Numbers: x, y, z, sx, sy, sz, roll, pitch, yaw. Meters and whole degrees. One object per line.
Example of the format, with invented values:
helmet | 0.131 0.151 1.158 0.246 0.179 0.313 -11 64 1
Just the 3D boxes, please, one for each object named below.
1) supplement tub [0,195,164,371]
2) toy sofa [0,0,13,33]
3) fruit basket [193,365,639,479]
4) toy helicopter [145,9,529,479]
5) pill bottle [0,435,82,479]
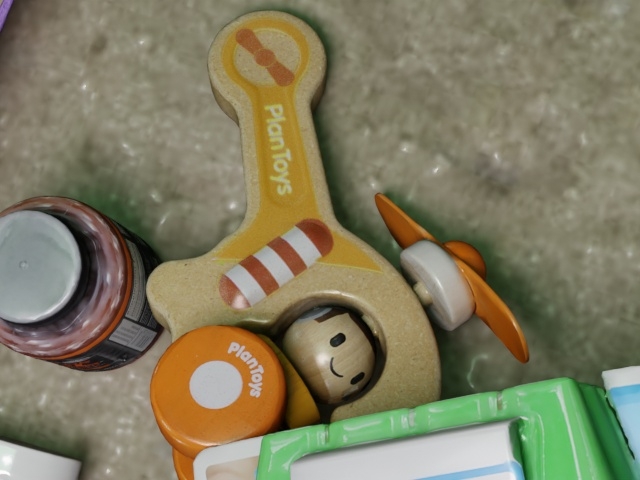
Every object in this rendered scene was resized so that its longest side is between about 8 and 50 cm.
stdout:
supplement tub | -0.166 0.028 1.300 0.106 0.198 0.106 -1 82 8
toy sofa | -0.265 -0.193 1.368 0.177 0.150 0.363 23 86 5
fruit basket | 0.086 0.256 1.065 0.327 0.165 0.353 -12 69 22
toy helicopter | 0.000 0.000 1.310 0.235 0.140 0.355 -9 64 0
pill bottle | -0.231 0.238 1.319 0.121 0.121 0.216 16 84 9
